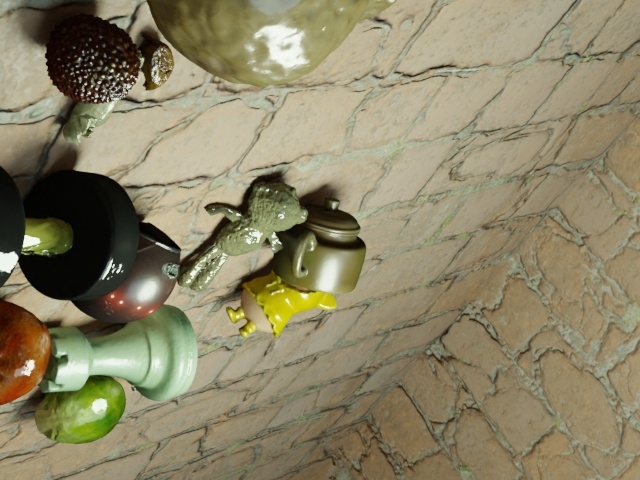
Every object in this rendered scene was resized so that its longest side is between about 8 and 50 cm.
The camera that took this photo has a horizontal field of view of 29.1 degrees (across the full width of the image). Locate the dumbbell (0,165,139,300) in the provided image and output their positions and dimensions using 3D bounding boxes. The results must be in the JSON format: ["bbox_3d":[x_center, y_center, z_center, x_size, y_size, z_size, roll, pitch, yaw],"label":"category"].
[{"bbox_3d":[-0.437,-0.012,1.793,0.204,0.204,0.322,-44,157,21],"label":"dumbbell"}]

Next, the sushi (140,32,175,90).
[{"bbox_3d":[-0.241,-0.259,1.787,0.050,0.047,0.099,-32,144,-42],"label":"sushi"}]

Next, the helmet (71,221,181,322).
[{"bbox_3d":[-0.342,0.044,2.105,0.216,0.193,0.189,-11,167,19],"label":"helmet"}]

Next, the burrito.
[{"bbox_3d":[-0.311,-0.211,1.779,0.058,0.045,0.188,-16,150,-55],"label":"burrito"}]

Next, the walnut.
[{"bbox_3d":[-0.063,-0.368,1.454,0.381,0.381,0.381,-30,158,-14],"label":"walnut"}]

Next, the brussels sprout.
[{"bbox_3d":[-0.491,0.348,2.542,0.180,0.144,0.161,-18,-176,17],"label":"brussels sprout"}]

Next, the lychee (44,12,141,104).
[{"bbox_3d":[-0.304,-0.239,1.629,0.123,0.123,0.129,-37,159,4],"label":"lychee"}]

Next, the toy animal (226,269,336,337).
[{"bbox_3d":[-0.089,0.126,2.666,0.229,0.156,0.156,-27,157,-16],"label":"toy animal"}]

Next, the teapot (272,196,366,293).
[{"bbox_3d":[0.000,0.000,2.504,0.267,0.185,0.175,-29,133,-69],"label":"teapot"}]

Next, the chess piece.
[{"bbox_3d":[-0.405,0.221,2.376,0.299,0.195,0.194,0,140,-42],"label":"chess piece"}]

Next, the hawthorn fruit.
[{"bbox_3d":[-0.539,0.188,2.109,0.179,0.179,0.200,-42,170,15],"label":"hawthorn fruit"}]

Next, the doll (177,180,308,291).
[{"bbox_3d":[-0.151,-0.004,2.391,0.202,0.091,0.286,12,125,-18],"label":"doll"}]
